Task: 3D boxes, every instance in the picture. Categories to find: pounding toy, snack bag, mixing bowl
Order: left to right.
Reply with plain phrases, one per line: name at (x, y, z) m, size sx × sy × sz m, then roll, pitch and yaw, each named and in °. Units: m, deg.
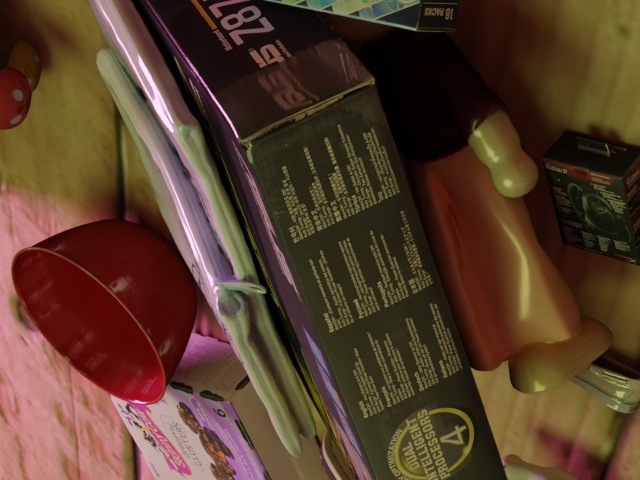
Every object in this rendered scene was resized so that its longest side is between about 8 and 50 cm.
pounding toy at (-0.285, -0.118, 1.524) m, size 0.110 × 0.183 × 0.237 m, roll 12°, pitch 144°, yaw 3°
mixing bowl at (-0.176, 0.049, 1.630) m, size 0.181 × 0.098 × 0.181 m, roll 31°, pitch 147°, yaw 23°
snack bag at (-0.106, -0.053, 1.307) m, size 0.342 × 0.037 × 0.323 m, roll 72°, pitch 171°, yaw -48°

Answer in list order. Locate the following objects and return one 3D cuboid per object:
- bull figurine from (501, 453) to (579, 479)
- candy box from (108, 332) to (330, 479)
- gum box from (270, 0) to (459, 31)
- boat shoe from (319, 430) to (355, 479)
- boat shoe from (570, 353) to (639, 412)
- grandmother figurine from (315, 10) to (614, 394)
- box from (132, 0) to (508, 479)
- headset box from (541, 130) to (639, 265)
bull figurine at (0.192, 0.308, 1.469) m, size 0.188 × 0.101 × 0.310 m, roll -23°, pitch 117°, yaw 32°
candy box at (-0.102, 0.169, 1.716) m, size 0.196 × 0.070 × 0.165 m, roll 10°, pitch 136°, yaw 43°
gum box at (0.017, -0.221, 1.028) m, size 0.157 × 0.041 × 0.184 m, roll 17°, pitch 106°, yaw 38°
boat shoe at (0.083, 0.246, 1.579) m, size 0.228 × 0.081 × 0.069 m, roll 41°, pitch 146°, yaw 1°
boat shoe at (0.188, 0.084, 1.306) m, size 0.100 × 0.035 × 0.035 m, roll 33°, pitch 121°, yaw 26°
grandmother figurine at (0.077, -0.067, 1.158) m, size 0.342 × 0.104 × 0.208 m, roll 62°, pitch 160°, yaw -19°
box at (0.000, 0.000, 1.232) m, size 0.318 × 0.097 × 0.395 m, roll 54°, pitch 167°, yaw 53°
headset box at (0.180, -0.030, 1.169) m, size 0.062 × 0.032 × 0.083 m, roll 17°, pitch 139°, yaw 39°
